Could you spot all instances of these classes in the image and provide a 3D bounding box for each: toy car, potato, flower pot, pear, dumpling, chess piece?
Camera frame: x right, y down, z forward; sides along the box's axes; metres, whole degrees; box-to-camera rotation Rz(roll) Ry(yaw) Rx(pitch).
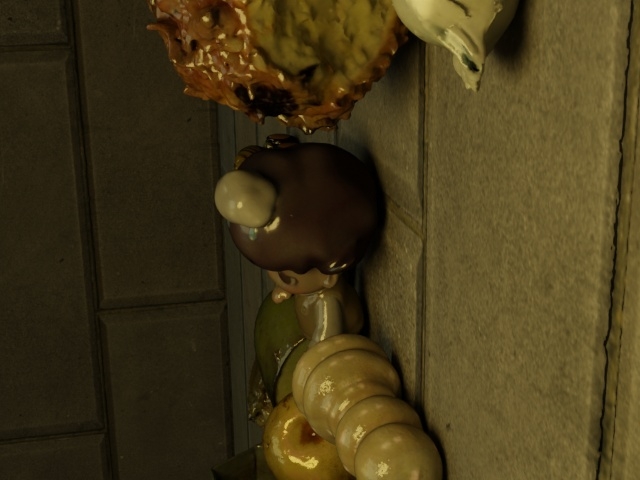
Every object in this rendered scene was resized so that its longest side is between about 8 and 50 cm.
[{"bbox_3d":[-0.103,-0.089,1.871,0.248,0.142,0.200,-130,38,-69],"label":"toy car"},{"bbox_3d":[-0.058,0.190,1.705,0.255,0.112,0.269,-120,20,-54],"label":"potato"},{"bbox_3d":[-0.098,0.526,1.918,0.209,0.239,0.190,21,119,41],"label":"flower pot"},{"bbox_3d":[-0.003,0.306,1.522,0.178,0.178,0.178,175,90,-79],"label":"pear"},{"bbox_3d":[0.115,-0.218,0.840,0.127,0.108,0.188,-41,-65,-72],"label":"dumpling"},{"bbox_3d":[0.067,0.229,1.217,0.261,0.142,0.143,-132,38,-61],"label":"chess piece"}]

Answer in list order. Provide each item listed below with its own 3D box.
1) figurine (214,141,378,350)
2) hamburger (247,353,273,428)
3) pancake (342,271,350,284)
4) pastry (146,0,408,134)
[{"bbox_3d":[-0.029,0.028,1.384,0.218,0.206,0.365,-86,-2,-53],"label":"figurine"},{"bbox_3d":[-0.066,0.260,1.945,0.183,0.130,0.206,-152,76,-75],"label":"hamburger"},{"bbox_3d":[0.000,0.000,1.629,0.294,0.049,0.294,173,90,-82],"label":"pancake"},{"bbox_3d":[-0.066,-0.331,1.102,0.337,0.292,0.405,36,130,48],"label":"pastry"}]
